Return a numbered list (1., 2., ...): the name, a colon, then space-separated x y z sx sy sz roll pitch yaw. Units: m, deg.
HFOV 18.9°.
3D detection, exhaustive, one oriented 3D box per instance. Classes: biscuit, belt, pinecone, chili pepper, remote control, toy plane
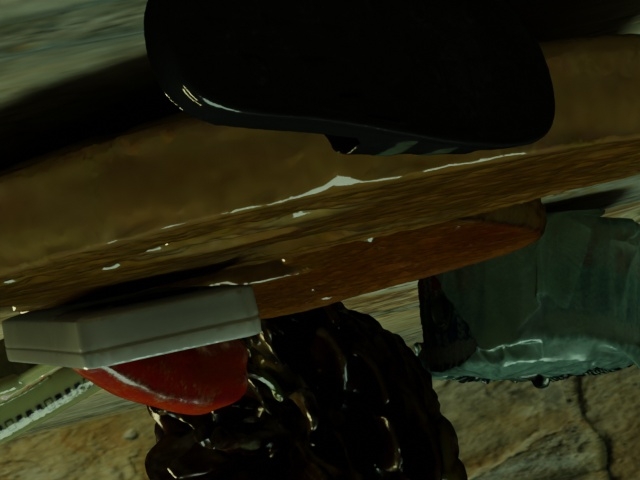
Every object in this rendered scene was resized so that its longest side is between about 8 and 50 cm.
1. biscuit: 0.000 -0.002 1.252 0.277 0.052 0.262 -17 168 34
2. belt: 0.183 0.056 1.704 0.207 0.150 0.257 -4 173 2
3. biscuit: -0.011 -0.032 0.909 0.385 0.062 0.365 -13 176 10
4. pinecone: -0.017 0.170 1.622 0.242 0.298 0.296 -51 147 8
5. chili pepper: -0.118 0.077 1.318 0.063 0.071 0.272 -25 150 32
6. remote control: -0.116 0.049 1.113 0.103 0.034 0.250 -11 -178 -20
7. toy plane: -0.220 0.103 1.439 0.256 0.104 0.242 -13 176 -7

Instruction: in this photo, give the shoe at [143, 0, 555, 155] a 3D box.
1. shoe: 0.006 -0.063 0.685 0.179 0.071 0.049 0 167 -39
